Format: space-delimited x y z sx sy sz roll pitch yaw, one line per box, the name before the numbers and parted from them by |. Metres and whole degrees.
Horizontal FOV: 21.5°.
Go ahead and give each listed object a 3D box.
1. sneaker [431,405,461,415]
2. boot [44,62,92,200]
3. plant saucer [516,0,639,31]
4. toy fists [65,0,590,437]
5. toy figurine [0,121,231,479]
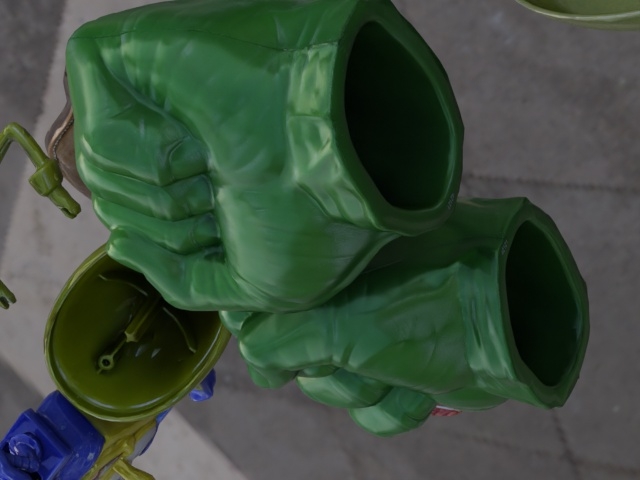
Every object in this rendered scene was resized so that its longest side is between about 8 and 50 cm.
sneaker | 0.028 0.066 1.117 0.175 0.067 0.064 22 161 -35
boot | -0.159 -0.070 1.418 0.115 0.112 0.305 62 165 13
plant saucer | 0.210 -0.189 0.914 0.241 0.241 0.037 2 139 45
toy fists | 0.000 0.000 0.693 0.142 0.096 0.279 2 153 32
toy figurine | -0.165 0.089 1.056 0.191 0.217 0.362 40 112 9
